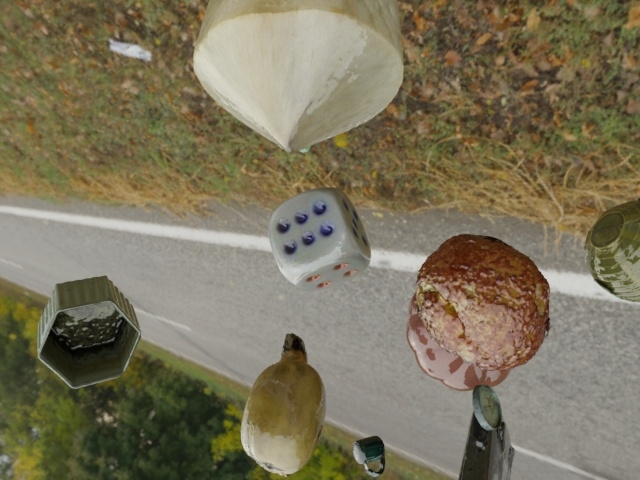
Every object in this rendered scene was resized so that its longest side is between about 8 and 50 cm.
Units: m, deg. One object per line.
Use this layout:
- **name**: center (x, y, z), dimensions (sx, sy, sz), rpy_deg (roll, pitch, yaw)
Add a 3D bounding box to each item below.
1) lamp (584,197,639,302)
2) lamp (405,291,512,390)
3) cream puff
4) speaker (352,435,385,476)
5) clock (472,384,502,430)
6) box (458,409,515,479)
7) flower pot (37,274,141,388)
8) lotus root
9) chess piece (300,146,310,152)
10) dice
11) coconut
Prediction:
- **lamp**: center (0.773, 0.034, 1.321), dimensions (0.284, 0.250, 0.250), rpy_deg (27, 159, -11)
- **lamp**: center (0.360, 0.210, 1.368), dimensions (0.305, 0.306, 0.240), rpy_deg (33, 165, 0)
- **cream puff**: center (0.258, 0.108, 0.945), dimensions (0.240, 0.163, 0.240), rpy_deg (43, 151, 32)
- **speaker**: center (0.129, 0.542, 1.424), dimensions (0.094, 0.075, 0.060), rpy_deg (-130, 41, -50)
- **clock**: center (0.314, 0.313, 1.061), dimensions (0.017, 0.085, 0.085), rpy_deg (-26, 122, 37)
- **box**: center (0.351, 0.558, 1.221), dimensions (0.090, 0.360, 0.350), rpy_deg (5, 153, 25)
- **flower pot**: center (-0.578, 0.221, 1.413), dimensions (0.209, 0.240, 0.189), rpy_deg (21, -174, -30)
- **lotus root**: center (-0.074, 0.357, 1.261), dimensions (0.182, 0.310, 0.183), rpy_deg (10, 152, 5)
- **chess piece**: center (-0.045, -0.180, 1.035), dimensions (0.042, 0.042, 0.093), rpy_deg (23, -174, 22)
- **dice**: center (0.000, 0.000, 1.333), dimensions (0.193, 0.194, 0.192), rpy_deg (-23, 158, 17)
- **coconut**: center (-0.032, -0.271, 0.812), dimensions (0.328, 0.329, 0.329), rpy_deg (27, 157, 13)
